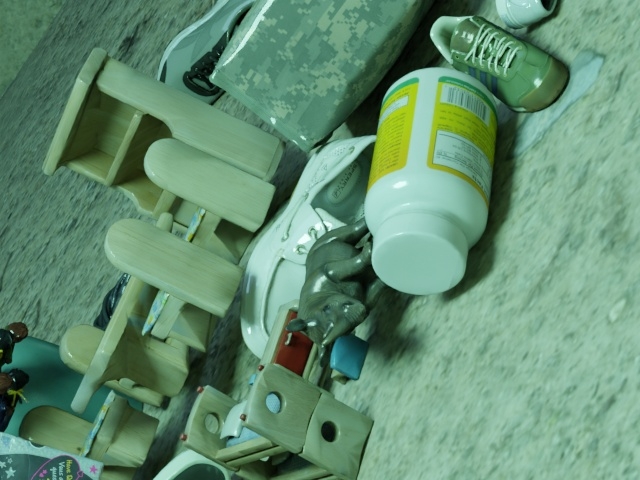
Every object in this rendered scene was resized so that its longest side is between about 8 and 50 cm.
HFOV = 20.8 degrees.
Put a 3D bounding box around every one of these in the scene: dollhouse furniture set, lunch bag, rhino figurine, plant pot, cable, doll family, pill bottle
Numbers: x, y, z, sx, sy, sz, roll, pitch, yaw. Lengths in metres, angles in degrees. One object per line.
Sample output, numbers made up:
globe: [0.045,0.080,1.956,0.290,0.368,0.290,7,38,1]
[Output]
dollhouse furniture set: [-0.227,0.005,1.986,0.362,0.256,0.394,121,173,-45]
lunch bag: [0.023,-0.252,1.984,0.235,0.169,0.287,-54,-4,16]
rhino figurine: [0.023,0.047,1.677,0.106,0.073,0.243,-32,16,20]
plant pot: [-0.401,0.247,2.183,0.293,0.235,0.293,-46,26,30]
cable: [-0.242,0.072,2.334,0.184,0.047,0.151,-48,20,31]
doll family: [-0.368,0.159,1.980,0.111,0.076,0.193,-55,35,27]
pill bottle: [0.104,-0.055,1.657,0.117,0.117,0.208,-38,30,41]
dollhouse furniture set: [-0.027,0.131,1.681,0.129,0.129,0.184,-25,40,53]

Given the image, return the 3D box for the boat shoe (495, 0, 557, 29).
boat shoe: [0.229,-0.301,1.781,0.063,0.066,0.184,-8,51,45]

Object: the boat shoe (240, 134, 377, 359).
boat shoe: [0.000,0.000,1.832,0.096,0.098,0.277,-23,40,56]

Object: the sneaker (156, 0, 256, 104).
sneaker: [-0.143,-0.270,2.478,0.271,0.100,0.108,-49,29,22]

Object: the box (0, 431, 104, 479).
box: [-0.337,0.335,1.932,0.247,0.142,0.163,121,166,-59]

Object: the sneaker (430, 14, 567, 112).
sneaker: [0.166,-0.181,1.725,0.064,0.086,0.192,-57,22,4]

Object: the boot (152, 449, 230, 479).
boot: [-0.184,0.292,1.873,0.244,0.088,0.176,-57,21,15]
